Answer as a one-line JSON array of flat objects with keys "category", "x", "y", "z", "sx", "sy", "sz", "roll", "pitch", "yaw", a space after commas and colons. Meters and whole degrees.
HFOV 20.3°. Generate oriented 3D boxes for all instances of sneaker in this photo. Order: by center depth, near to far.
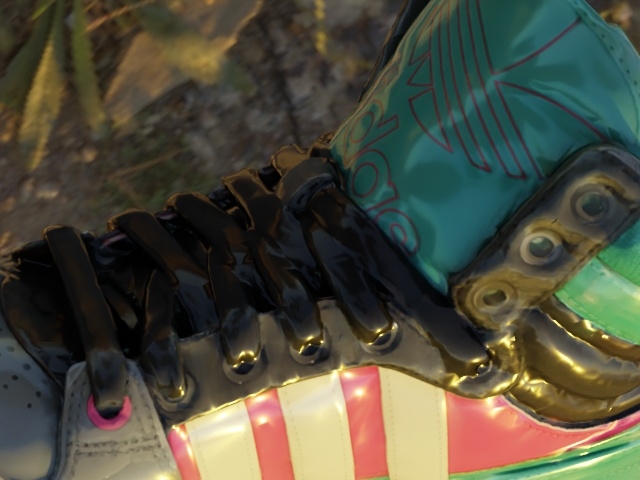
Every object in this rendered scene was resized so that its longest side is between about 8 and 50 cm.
[{"category": "sneaker", "x": 0.000, "y": 0.000, "z": 0.448, "sx": 0.295, "sy": 0.178, "sz": 0.124, "roll": 5, "pitch": 38, "yaw": -33}]
